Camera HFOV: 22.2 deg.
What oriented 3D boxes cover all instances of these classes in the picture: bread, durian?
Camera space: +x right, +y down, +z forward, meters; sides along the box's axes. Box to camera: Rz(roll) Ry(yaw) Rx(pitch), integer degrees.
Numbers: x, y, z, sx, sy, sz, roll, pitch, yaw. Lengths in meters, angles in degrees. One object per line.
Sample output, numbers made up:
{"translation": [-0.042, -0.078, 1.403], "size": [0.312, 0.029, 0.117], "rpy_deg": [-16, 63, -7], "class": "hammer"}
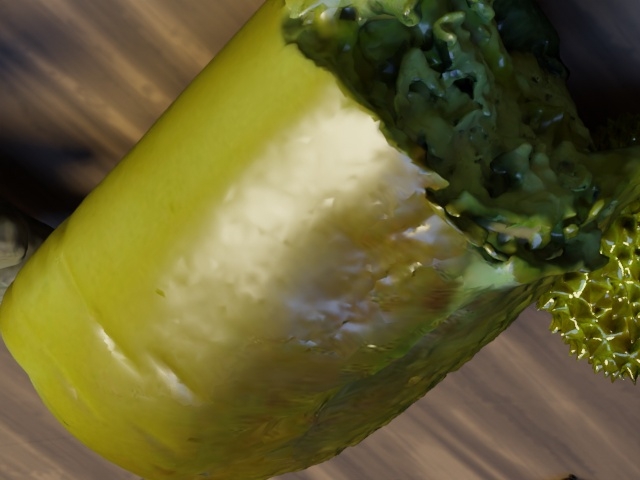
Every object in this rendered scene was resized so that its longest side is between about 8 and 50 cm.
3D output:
{"translation": [0.000, 0.000, 0.915], "size": [0.376, 0.208, 0.251], "rpy_deg": [-40, 161, 35], "class": "bread"}
{"translation": [0.204, 0.017, 0.994], "size": [0.146, 0.159, 0.198], "rpy_deg": [-32, 120, 14], "class": "durian"}

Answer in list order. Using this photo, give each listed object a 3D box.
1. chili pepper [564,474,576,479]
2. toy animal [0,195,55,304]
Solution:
{"translation": [0.173, 0.248, 1.302], "size": [0.073, 0.070, 0.123], "rpy_deg": [21, 133, -41], "class": "chili pepper"}
{"translation": [-0.268, -0.062, 0.964], "size": [0.308, 0.188, 0.266], "rpy_deg": [0, 159, -31], "class": "toy animal"}
